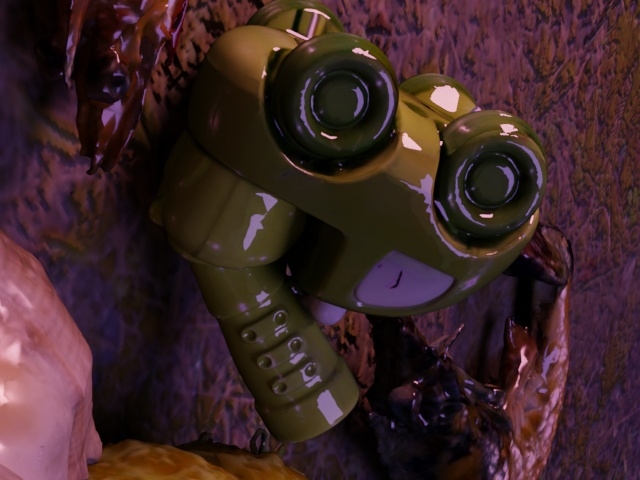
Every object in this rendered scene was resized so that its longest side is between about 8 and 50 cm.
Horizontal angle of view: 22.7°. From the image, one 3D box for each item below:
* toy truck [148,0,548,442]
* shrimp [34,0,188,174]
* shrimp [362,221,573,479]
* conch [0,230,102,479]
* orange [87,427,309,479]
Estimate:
[{"bbox_3d":[-0.003,-0.020,0.826,0.210,0.148,0.187,-44,112,4],"label":"toy truck"},{"bbox_3d":[-0.066,-0.171,0.713,0.154,0.062,0.294,-1,110,-65],"label":"shrimp"},{"bbox_3d":[0.126,0.092,1.207,0.272,0.085,0.445,-67,154,-10],"label":"shrimp"},{"bbox_3d":[-0.186,0.012,0.494,0.186,0.263,0.324,-35,108,-16],"label":"conch"},{"bbox_3d":[-0.084,0.253,0.830,0.301,0.223,0.300,6,111,-61],"label":"orange"}]
